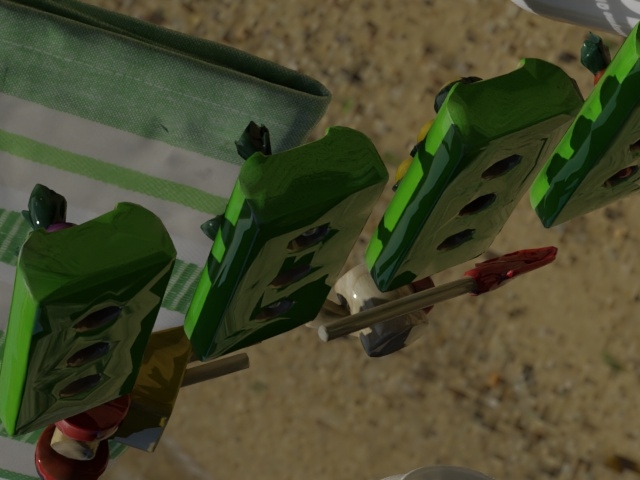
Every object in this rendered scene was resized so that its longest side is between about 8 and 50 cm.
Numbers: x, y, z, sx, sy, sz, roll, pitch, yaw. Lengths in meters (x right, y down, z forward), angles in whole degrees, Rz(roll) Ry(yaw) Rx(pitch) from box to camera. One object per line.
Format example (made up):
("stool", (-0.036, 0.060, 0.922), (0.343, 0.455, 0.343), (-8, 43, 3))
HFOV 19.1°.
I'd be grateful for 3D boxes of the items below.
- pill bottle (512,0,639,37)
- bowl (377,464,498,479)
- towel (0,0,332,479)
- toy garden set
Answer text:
("pill bottle", (0.189, -0.188, 1.039), (0.283, 0.161, 0.161), (19, 148, 35))
("bowl", (0.067, 0.173, 1.016), (0.170, 0.170, 0.080), (20, 120, 13))
("towel", (-0.172, 0.004, 0.970), (0.248, 0.038, 0.325), (17, 129, -16))
("toy garden set", (0.000, 0.000, 0.642), (0.049, 0.244, 0.204), (62, 158, 18))
